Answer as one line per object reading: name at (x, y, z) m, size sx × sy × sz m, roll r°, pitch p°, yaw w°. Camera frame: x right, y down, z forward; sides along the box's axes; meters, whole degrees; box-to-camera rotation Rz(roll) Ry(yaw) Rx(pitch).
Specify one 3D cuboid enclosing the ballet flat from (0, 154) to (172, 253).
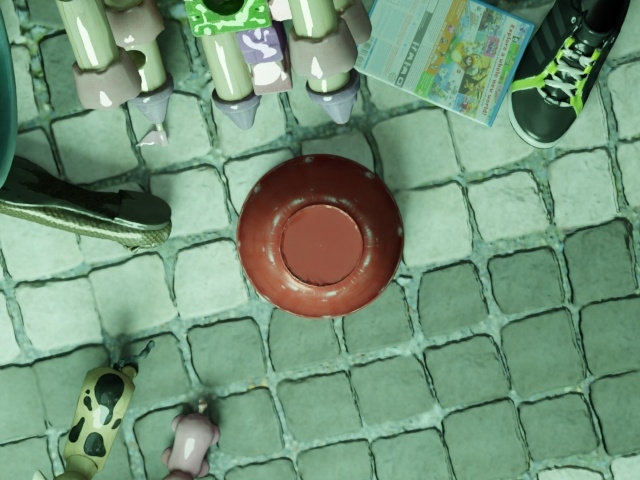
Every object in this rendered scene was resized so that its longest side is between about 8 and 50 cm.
ballet flat at (-0.280, -0.036, 1.865) m, size 0.250 × 0.084 × 0.058 m, roll 13°, pitch 131°, yaw -5°

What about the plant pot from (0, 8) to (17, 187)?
plant pot at (-0.522, -0.165, 1.720) m, size 0.334 × 0.341 × 0.341 m, roll -12°, pitch 96°, yaw 16°

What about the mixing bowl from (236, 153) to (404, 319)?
mixing bowl at (0.000, 0.000, 1.852) m, size 0.181 × 0.098 × 0.181 m, roll 0°, pitch 95°, yaw -1°

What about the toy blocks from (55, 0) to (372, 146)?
toy blocks at (-0.084, -0.227, 1.796) m, size 0.289 × 0.309 × 0.260 m, roll -7°, pitch 129°, yaw 12°

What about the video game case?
video game case at (0.127, -0.206, 1.862) m, size 0.166 × 0.015 × 0.119 m, roll 24°, pitch 95°, yaw 6°

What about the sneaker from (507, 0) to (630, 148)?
sneaker at (0.262, -0.208, 1.833) m, size 0.084 × 0.097 × 0.234 m, roll 22°, pitch 95°, yaw -2°

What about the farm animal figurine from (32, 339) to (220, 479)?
farm animal figurine at (-0.219, 0.323, 1.844) m, size 0.327 × 0.172 × 0.330 m, roll -36°, pitch 95°, yaw 3°
